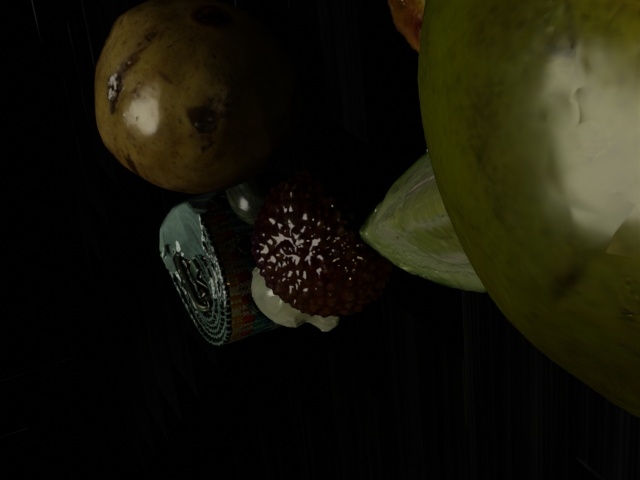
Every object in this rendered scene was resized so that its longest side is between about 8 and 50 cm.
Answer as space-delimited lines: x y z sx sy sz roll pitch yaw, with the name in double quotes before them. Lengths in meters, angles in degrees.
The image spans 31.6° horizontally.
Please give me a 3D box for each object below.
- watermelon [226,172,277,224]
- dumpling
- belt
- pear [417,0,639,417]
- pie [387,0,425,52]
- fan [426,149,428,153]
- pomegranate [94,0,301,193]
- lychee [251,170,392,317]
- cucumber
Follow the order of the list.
"watermelon" -0.102 -0.070 1.714 0.111 0.078 0.078 -125 26 -42
"dumpling" -0.031 0.085 1.666 0.134 0.100 0.169 41 147 -23
"belt" -0.156 0.037 1.840 0.257 0.150 0.207 63 149 20
"pear" 0.220 -0.066 0.564 0.413 0.352 0.352 49 151 28
"pie" 0.148 -0.264 0.914 0.315 0.092 0.315 41 138 53
"fan" 0.182 -0.055 1.096 0.329 0.009 0.191 32 136 59
"pomegranate" -0.167 -0.197 1.516 0.281 0.281 0.281 51 151 44
"lychee" 0.000 0.000 1.348 0.188 0.188 0.188 51 151 44
"cucumber" 0.141 -0.029 1.076 0.145 0.105 0.325 40 163 -8
